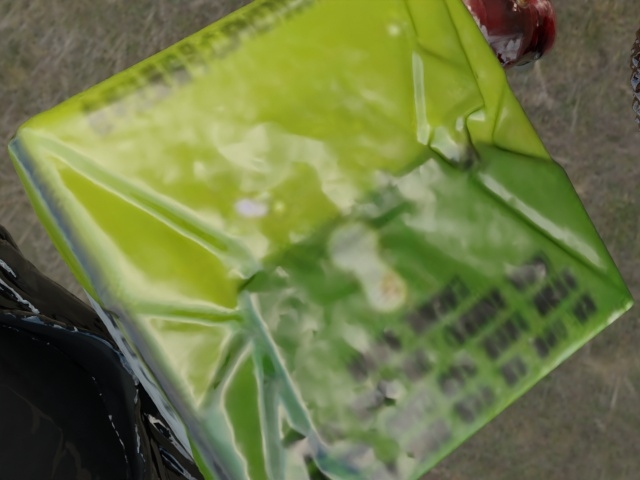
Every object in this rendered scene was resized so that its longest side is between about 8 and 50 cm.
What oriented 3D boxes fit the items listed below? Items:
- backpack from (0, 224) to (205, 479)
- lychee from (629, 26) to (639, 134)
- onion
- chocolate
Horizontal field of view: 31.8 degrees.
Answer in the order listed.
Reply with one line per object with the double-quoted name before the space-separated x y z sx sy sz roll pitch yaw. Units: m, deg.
"backpack" -0.200 0.199 0.853 0.255 0.363 0.446 -31 107 8
"lychee" 0.478 -0.170 1.314 0.271 0.236 0.236 50 140 -8
"onion" 0.114 -0.241 1.214 0.272 0.272 0.195 -11 98 39
"chocolate" 0.000 0.000 0.706 0.289 0.301 0.137 59 155 -4
